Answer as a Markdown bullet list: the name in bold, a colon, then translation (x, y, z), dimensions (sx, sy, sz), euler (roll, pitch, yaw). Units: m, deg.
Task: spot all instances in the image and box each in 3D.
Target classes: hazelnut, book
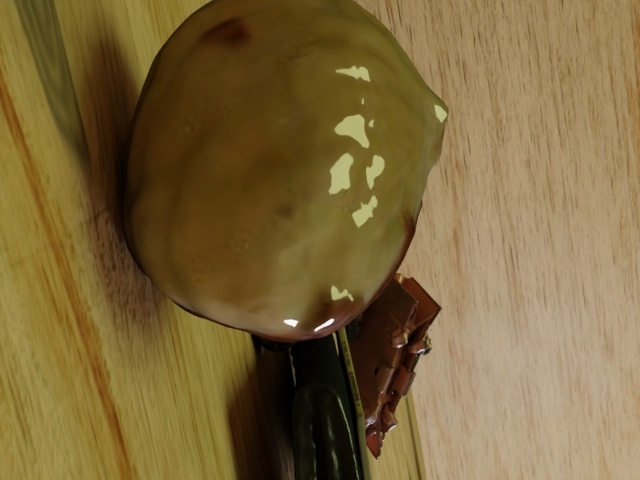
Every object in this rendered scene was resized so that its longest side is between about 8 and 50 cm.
- **hazelnut**: translation (-0.022, -0.055, 0.879), dimensions (0.261, 0.241, 0.261), euler (-11, 90, -88)
- **book**: translation (0.039, 0.194, 1.381), dimensions (0.192, 0.013, 0.168), euler (-102, -176, -56)

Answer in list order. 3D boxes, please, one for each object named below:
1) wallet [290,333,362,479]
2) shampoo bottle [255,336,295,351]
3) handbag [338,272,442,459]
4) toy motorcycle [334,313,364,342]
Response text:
- **wallet**: translation (0.005, 0.211, 1.280), dimensions (0.406, 0.062, 0.228), euler (-108, -172, -83)
- **shampoo bottle**: translation (-0.042, 0.034, 1.344), dimensions (0.233, 0.049, 0.087), euler (-83, 165, -64)
- **handbag**: translation (0.073, 0.151, 1.546), dimensions (0.212, 0.059, 0.157), euler (-68, -161, 11)
- **toy motorcycle**: translation (0.000, 0.000, 1.555), dimensions (0.171, 0.110, 0.260), euler (-163, -123, -80)
